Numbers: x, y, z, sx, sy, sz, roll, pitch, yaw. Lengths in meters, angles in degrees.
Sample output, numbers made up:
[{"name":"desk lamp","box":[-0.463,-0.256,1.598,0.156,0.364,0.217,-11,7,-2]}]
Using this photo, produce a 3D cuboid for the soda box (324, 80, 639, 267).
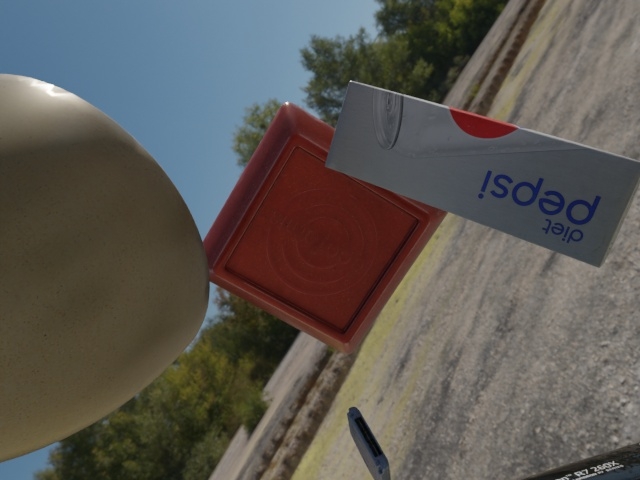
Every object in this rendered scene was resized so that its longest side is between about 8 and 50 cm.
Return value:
[{"name":"soda box","box":[0.153,-0.074,0.542,0.091,0.286,0.098,-8,-61,-60]}]

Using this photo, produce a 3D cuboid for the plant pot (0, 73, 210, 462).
[{"name":"plant pot","box":[-0.251,0.049,0.386,0.284,0.284,0.191,-58,1,36]}]

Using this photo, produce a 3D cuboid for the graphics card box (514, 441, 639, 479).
[{"name":"graphics card box","box":[0.307,0.407,0.657,0.371,0.232,0.094,-13,-3,-8]}]

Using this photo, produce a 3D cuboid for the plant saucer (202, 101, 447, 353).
[{"name":"plant saucer","box":[0.000,0.000,0.698,0.259,0.259,0.047,-58,10,12]}]

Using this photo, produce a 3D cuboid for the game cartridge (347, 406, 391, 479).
[{"name":"game cartridge","box":[0.054,0.231,0.598,0.017,0.083,0.056,-17,-52,-15]}]
